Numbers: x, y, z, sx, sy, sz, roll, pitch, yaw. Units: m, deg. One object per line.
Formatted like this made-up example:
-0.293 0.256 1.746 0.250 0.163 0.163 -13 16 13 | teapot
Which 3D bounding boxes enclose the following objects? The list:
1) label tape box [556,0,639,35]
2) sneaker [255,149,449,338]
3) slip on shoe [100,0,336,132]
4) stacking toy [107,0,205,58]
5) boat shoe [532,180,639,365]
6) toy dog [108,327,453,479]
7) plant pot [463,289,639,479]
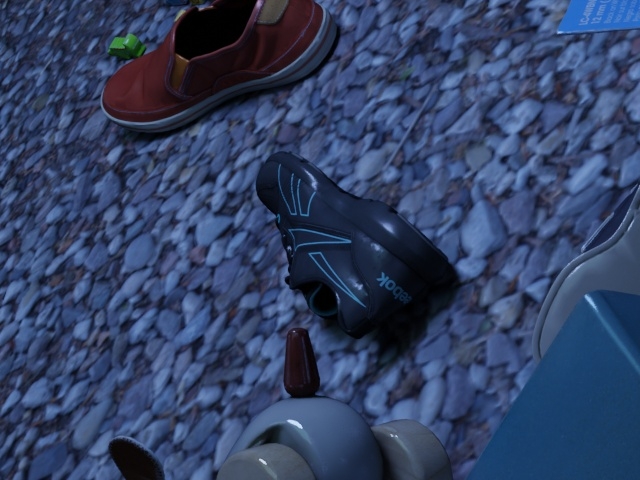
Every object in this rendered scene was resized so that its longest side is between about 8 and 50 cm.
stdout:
0.344 -0.273 1.260 0.348 0.115 0.249 -4 36 27 | label tape box
0.000 0.000 1.527 0.106 0.101 0.267 -53 31 -2 | sneaker
-0.128 -0.201 1.898 0.331 0.101 0.123 -14 47 45 | slip on shoe
-0.158 -0.299 2.085 0.221 0.052 0.167 -1 55 51 | stacking toy
0.226 0.017 1.291 0.206 0.075 0.065 -56 -11 -1 | boat shoe
-0.066 0.169 1.343 0.334 0.220 0.161 -19 78 29 | toy dog
0.222 0.171 0.981 0.165 0.165 0.234 -61 39 28 | plant pot
